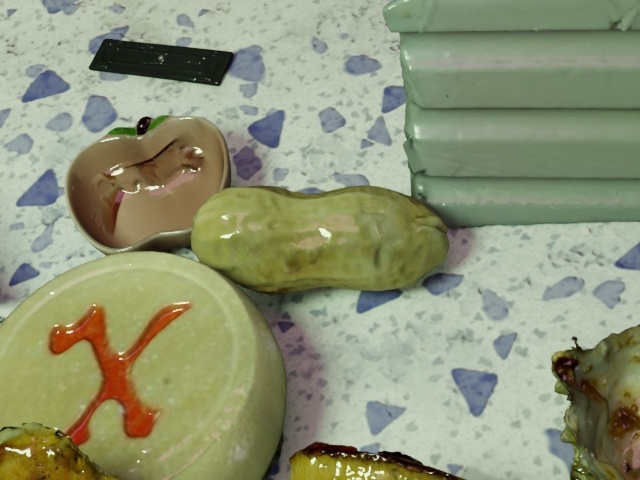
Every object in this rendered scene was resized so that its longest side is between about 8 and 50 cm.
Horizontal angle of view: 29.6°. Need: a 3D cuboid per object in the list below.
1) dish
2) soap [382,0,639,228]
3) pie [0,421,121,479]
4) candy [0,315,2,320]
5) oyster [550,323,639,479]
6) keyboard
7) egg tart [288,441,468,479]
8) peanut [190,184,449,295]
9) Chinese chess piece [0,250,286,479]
[{"bbox_3d":[-0.200,-0.052,1.488,0.213,0.090,0.213,-6,55,9],"label":"dish"},{"bbox_3d":[0.307,-0.204,1.333,0.435,0.350,0.213,0,46,12],"label":"soap"},{"bbox_3d":[-0.249,0.314,1.122,0.308,0.308,0.085,-4,18,11],"label":"pie"},{"bbox_3d":[-0.418,0.117,1.454,0.030,0.020,0.083,29,63,27],"label":"candy"},{"bbox_3d":[0.339,0.229,1.112,0.198,0.133,0.337,-17,53,-2],"label":"oyster"},{"bbox_3d":[-0.223,-0.249,1.692,0.204,0.013,0.061,9,57,20],"label":"keyboard"},{"bbox_3d":[0.062,0.278,1.108,0.215,0.215,0.170,7,67,18],"label":"egg tart"},{"bbox_3d":[0.000,0.000,1.368,0.290,0.130,0.130,0,53,2],"label":"peanut"},{"bbox_3d":[-0.202,0.171,1.284,0.338,0.140,0.338,-6,52,8],"label":"Chinese chess piece"}]
